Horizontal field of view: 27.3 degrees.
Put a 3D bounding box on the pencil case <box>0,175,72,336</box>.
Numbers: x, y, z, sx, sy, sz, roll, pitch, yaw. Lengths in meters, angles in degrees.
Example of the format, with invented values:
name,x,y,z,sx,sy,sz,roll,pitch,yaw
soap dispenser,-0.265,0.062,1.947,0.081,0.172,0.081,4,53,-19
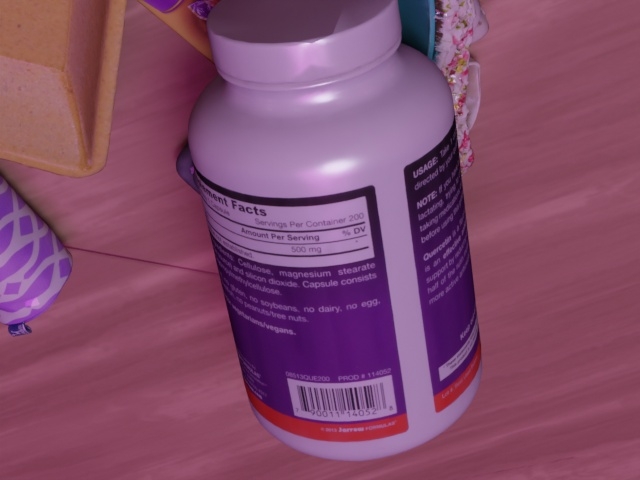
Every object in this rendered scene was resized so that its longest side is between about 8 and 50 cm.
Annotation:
name,x,y,z,sx,sy,sz,roll,pitch,yaw
pencil case,-0.284,-0.020,1.043,0.088,0.086,0.206,-7,133,35

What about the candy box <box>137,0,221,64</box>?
name,x,y,z,sx,sy,sz,roll,pitch,yaw
candy box,-0.099,-0.216,0.902,0.109,0.053,0.186,-37,121,26

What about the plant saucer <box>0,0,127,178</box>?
name,x,y,z,sx,sy,sz,roll,pitch,yaw
plant saucer,-0.275,-0.208,0.832,0.332,0.081,0.333,15,140,-4

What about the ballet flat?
name,x,y,z,sx,sy,sz,roll,pitch,yaw
ballet flat,0.084,-0.135,0.975,0.077,0.091,0.241,-24,140,-23

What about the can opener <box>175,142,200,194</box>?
name,x,y,z,sx,sy,sz,roll,pitch,yaw
can opener,0.000,0.000,1.092,0.280,0.074,0.093,38,85,-31

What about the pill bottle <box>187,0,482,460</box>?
name,x,y,z,sx,sy,sz,roll,pitch,yaw
pill bottle,0.012,-0.016,0.927,0.181,0.181,0.323,-8,121,4
